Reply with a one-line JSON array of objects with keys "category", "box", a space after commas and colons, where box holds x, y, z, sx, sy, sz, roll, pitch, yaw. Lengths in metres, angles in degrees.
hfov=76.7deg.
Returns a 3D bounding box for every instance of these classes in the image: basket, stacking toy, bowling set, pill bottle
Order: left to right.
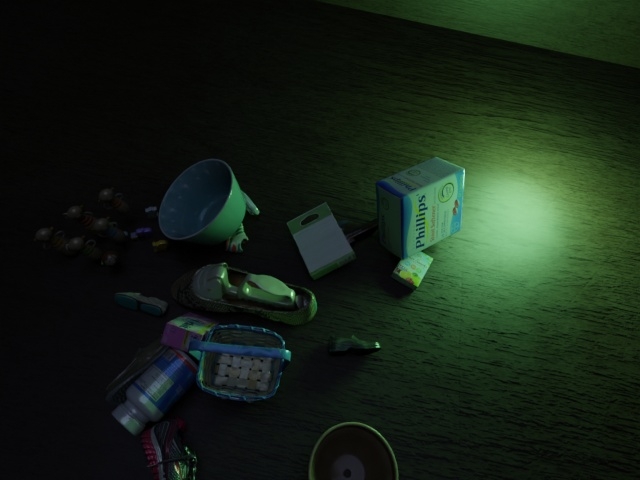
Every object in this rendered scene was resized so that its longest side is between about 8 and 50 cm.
[{"category": "bowling set", "box": [-0.724, -0.022, 1.301, 0.200, 0.154, 0.287, 40, 78, 23]}, {"category": "stacking toy", "box": [-0.658, -0.019, 1.411, 0.221, 0.052, 0.167, -16, 62, -15]}, {"category": "pill bottle", "box": [-0.445, 0.409, 1.105, 0.124, 0.124, 0.221, 35, 59, 14]}, {"category": "basket", "box": [-0.211, 0.332, 1.113, 0.255, 0.289, 0.201, 8, 58, -1]}]

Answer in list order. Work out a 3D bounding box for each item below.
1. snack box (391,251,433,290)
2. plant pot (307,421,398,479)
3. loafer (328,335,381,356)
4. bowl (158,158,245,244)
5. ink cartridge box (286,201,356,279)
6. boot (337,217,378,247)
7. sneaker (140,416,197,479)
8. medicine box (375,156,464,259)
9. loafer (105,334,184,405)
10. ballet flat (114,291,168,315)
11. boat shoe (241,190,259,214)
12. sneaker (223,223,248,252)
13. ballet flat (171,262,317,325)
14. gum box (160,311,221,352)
[{"category": "snack box", "box": [0.334, 0.098, 1.474, 0.100, 0.037, 0.141, 32, 60, 11]}, {"category": "plant pot", "box": [0.078, 0.621, 1.080, 0.237, 0.110, 0.237, 4, 58, -6]}, {"category": "loafer", "box": [0.109, 0.330, 1.292, 0.170, 0.062, 0.061, 2, 54, -8]}, {"category": "bowl", "box": [-0.381, -0.107, 1.395, 0.311, 0.163, 0.311, -14, 57, 24]}, {"category": "ink cartridge box", "box": [0.000, 0.000, 1.449, 0.171, 0.056, 0.235, -28, 61, 2]}, {"category": "boot", "box": [0.133, -0.053, 1.515, 0.219, 0.082, 0.106, -31, 70, -21]}, {"category": "sneaker", "box": [-0.359, 0.602, 1.031, 0.112, 0.121, 0.299, -23, 64, -22]}, {"category": "medicine box", "box": [0.357, -0.118, 1.457, 0.289, 0.263, 0.149, -25, 38, -21]}, {"category": "loafer", "box": [-0.513, 0.370, 1.181, 0.087, 0.094, 0.251, 20, 45, 34]}, {"category": "ballet flat", "box": [-0.572, 0.198, 1.298, 0.168, 0.057, 0.052, 19, 30, 0]}, {"category": "boat shoe", "box": [-0.322, -0.157, 1.533, 0.076, 0.083, 0.226, -43, 64, -7]}, {"category": "sneaker", "box": [-0.297, -0.024, 1.466, 0.075, 0.057, 0.161, 17, 56, -15]}, {"category": "ballet flat", "box": [-0.243, 0.152, 1.283, 0.483, 0.182, 0.164, 12, 59, 0]}, {"category": "gum box", "box": [-0.377, 0.270, 1.200, 0.107, 0.188, 0.062, 18, 91, 2]}]
